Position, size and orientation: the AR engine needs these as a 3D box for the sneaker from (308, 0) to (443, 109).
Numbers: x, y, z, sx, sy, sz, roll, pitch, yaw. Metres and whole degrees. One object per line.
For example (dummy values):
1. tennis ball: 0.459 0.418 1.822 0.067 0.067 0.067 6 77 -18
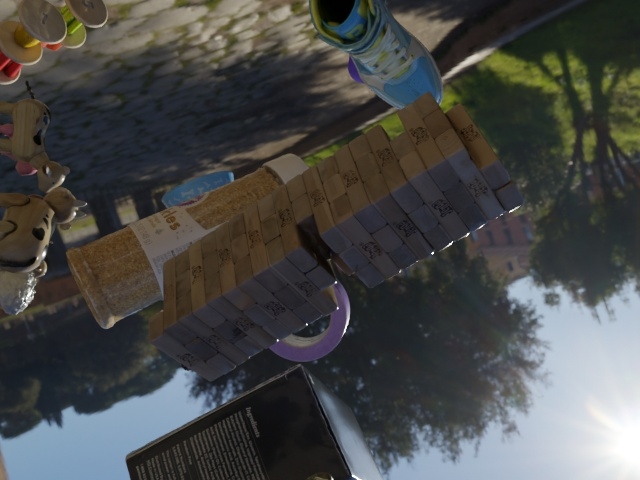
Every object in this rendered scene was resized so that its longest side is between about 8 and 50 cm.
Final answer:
1. sneaker: 0.088 -0.317 1.095 0.127 0.319 0.208 -39 -166 20

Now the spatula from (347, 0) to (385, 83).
1. spatula: 0.114 -0.456 1.304 0.084 0.296 0.030 14 -167 16

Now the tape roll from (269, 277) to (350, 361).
1. tape roll: -0.036 0.150 1.379 0.189 0.188 0.080 -20 -178 8

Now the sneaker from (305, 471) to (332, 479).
1. sneaker: -0.005 0.443 1.172 0.086 0.064 0.192 -57 -179 -40

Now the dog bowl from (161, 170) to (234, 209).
1. dog bowl: -0.256 -0.074 1.508 0.166 0.074 0.297 -22 173 -5

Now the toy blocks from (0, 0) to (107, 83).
1. toy blocks: -0.331 -0.227 0.766 0.148 0.054 0.123 -21 -162 36

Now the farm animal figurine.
1. farm animal figurine: -0.532 -0.069 1.227 0.172 0.326 0.330 7 143 -8

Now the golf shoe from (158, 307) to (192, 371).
1. golf shoe: -0.261 0.194 1.300 0.068 0.086 0.186 -22 145 1

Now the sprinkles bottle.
1. sprinkles bottle: -0.168 -0.005 0.947 0.355 0.121 0.121 -27 -173 -21

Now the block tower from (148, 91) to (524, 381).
1. block tower: 0.000 0.000 0.599 0.336 0.091 0.097 -32 -140 15

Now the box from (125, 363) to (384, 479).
1. box: -0.130 0.589 1.646 0.472 0.297 0.480 -30 149 2
